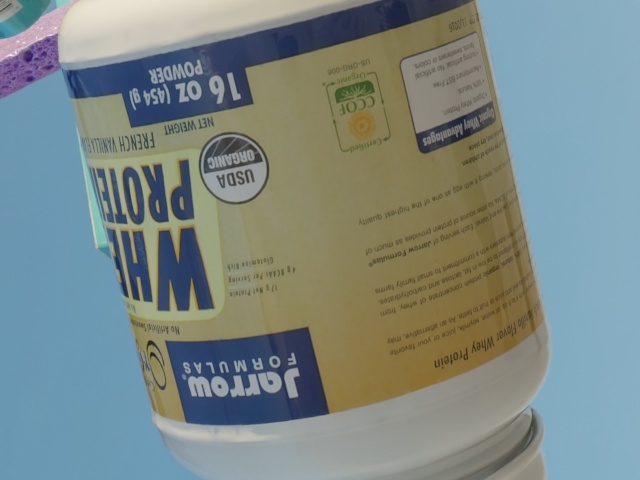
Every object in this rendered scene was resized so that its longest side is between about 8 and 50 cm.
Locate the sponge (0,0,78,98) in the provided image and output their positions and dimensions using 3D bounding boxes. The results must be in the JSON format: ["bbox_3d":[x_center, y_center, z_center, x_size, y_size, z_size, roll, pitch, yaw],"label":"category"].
[{"bbox_3d":[-0.158,-0.173,1.239,0.031,0.210,0.117,62,-172,-18],"label":"sponge"}]

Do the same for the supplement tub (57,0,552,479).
[{"bbox_3d":[0.000,0.000,0.902,0.228,0.228,0.316,-28,-73,-53],"label":"supplement tub"}]

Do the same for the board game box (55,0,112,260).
[{"bbox_3d":[-0.183,-0.111,1.774,0.254,0.079,0.336,49,-155,-64],"label":"board game box"}]

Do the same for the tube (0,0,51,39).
[{"bbox_3d":[-0.231,-0.194,0.928,0.080,0.052,0.207,-44,-43,-2],"label":"tube"}]
